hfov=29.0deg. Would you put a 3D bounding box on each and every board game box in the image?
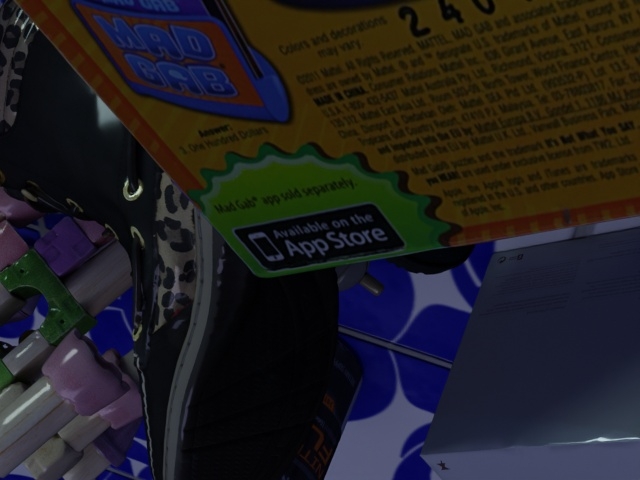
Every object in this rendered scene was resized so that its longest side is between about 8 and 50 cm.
[{"bbox_3d":[0.072,-0.252,0.429,0.356,0.356,0.356,-10,132,39],"label":"board game box"}]

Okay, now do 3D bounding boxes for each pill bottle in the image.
[{"bbox_3d":[-0.057,0.206,1.173,0.130,0.245,0.130,16,144,12],"label":"pill bottle"}]

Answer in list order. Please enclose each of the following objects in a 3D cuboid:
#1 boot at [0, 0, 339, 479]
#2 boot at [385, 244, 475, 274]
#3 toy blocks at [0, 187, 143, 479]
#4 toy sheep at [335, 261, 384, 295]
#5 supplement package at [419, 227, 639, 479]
[{"bbox_3d":[-0.128,-0.006,0.901,0.284,0.138,0.377,25,121,40],"label":"boot"},{"bbox_3d":[0.076,-0.089,0.853,0.246,0.094,0.207,46,144,-17],"label":"boot"},{"bbox_3d":[-0.219,0.040,1.122,0.288,0.260,0.309,47,174,17],"label":"toy blocks"},{"bbox_3d":[0.000,0.000,1.021,0.132,0.091,0.091,41,145,9],"label":"toy sheep"},{"bbox_3d":[0.217,0.116,0.937,0.194,0.203,0.149,-12,130,41],"label":"supplement package"}]
